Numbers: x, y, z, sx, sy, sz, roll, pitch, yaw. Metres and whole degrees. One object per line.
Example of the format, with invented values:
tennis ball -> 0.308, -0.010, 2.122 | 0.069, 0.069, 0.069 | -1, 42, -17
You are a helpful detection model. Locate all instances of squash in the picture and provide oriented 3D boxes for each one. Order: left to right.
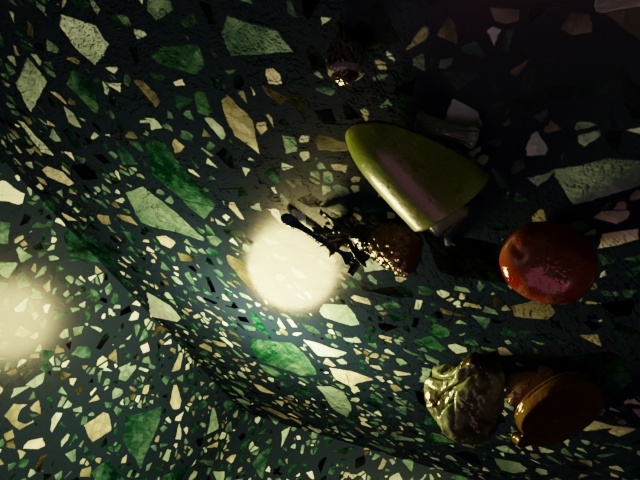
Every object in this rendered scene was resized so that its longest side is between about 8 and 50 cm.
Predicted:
squash -> 0.212, -0.193, 1.163 | 0.309, 0.210, 0.233 | 51, 162, -4

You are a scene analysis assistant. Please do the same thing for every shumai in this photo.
shumai -> 0.559, 0.561, 1.751 | 0.309, 0.304, 0.263 | 21, 132, 9

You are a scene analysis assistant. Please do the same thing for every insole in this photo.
insole -> 0.552, -0.421, 0.798 | 0.153, 0.002, 0.053 | 1, 136, 33

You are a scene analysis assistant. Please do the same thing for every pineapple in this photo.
pineapple -> 0.140, 0.002, 1.481 | 0.365, 0.165, 0.165 | 14, 142, 34

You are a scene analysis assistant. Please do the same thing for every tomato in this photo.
tomato -> 0.574, 0.047, 1.174 | 0.232, 0.232, 0.188 | 24, 126, 8

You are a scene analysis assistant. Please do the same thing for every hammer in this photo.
hammer -> 0.361, -0.034, 1.329 | 0.069, 0.116, 0.194 | 53, 179, 34

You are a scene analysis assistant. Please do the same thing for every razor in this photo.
razor -> 0.001, 0.001, 1.638 | 0.324, 0.093, 0.056 | 32, 179, 2

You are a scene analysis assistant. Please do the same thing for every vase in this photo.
vase -> 0.297, -0.257, 1.109 | 0.149, 0.081, 0.081 | 13, 141, 14

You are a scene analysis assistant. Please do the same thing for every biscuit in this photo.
biscuit -> 0.803, 0.588, 1.619 | 0.350, 0.070, 0.394 | -36, 129, 6

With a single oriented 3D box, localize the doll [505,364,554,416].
doll -> 0.775, 0.574, 1.749 | 0.156, 0.201, 0.303 | 53, 176, 48

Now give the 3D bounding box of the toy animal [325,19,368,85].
toy animal -> 0.050, -0.417, 1.063 | 0.098, 0.098, 0.137 | 0, 134, 34
